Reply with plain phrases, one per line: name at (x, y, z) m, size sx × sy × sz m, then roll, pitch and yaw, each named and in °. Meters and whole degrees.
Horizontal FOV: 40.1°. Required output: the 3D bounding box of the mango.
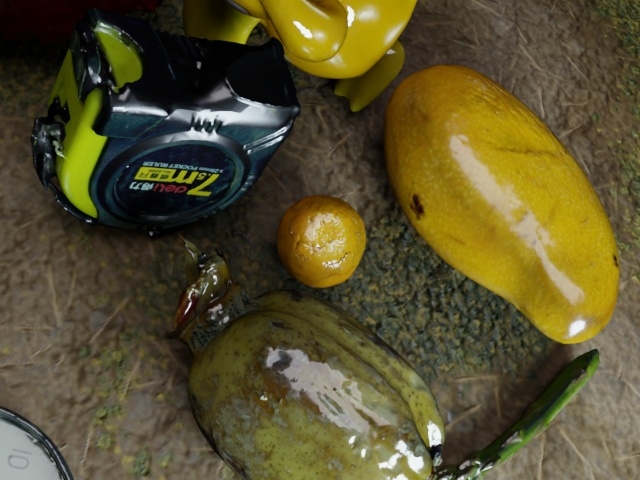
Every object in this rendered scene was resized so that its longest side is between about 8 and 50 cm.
mango at (0.167, -0.036, 0.822) m, size 0.177 × 0.120 × 0.295 m, roll -25°, pitch 78°, yaw -34°

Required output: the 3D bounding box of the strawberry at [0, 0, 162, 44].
strawberry at (-0.236, -0.303, 0.764) m, size 0.274 × 0.220 × 0.274 m, roll -2°, pitch 104°, yaw -9°

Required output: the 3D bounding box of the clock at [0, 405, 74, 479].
clock at (-0.261, 0.202, 0.613) m, size 0.184 × 0.040 × 0.185 m, roll 7°, pitch 64°, yaw -15°

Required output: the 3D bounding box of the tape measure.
tape measure at (-0.134, -0.090, 0.707) m, size 0.199 × 0.186 × 0.112 m, roll 3°, pitch 54°, yaw -33°

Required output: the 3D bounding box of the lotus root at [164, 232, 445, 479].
lotus root at (-0.025, 0.113, 0.677) m, size 0.278 × 0.154 × 0.154 m, roll 40°, pitch 61°, yaw 2°

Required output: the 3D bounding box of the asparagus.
asparagus at (0.173, 0.168, 0.780) m, size 0.236 × 0.027 × 0.034 m, roll -31°, pitch 74°, yaw -27°

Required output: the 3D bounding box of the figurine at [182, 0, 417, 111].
figurine at (-0.013, -0.232, 0.789) m, size 0.228 × 0.215 × 0.215 m, roll -4°, pitch 67°, yaw -35°

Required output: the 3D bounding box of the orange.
orange at (0.000, 0.000, 0.775) m, size 0.083 × 0.070 × 0.083 m, roll 2°, pitch 81°, yaw -14°
